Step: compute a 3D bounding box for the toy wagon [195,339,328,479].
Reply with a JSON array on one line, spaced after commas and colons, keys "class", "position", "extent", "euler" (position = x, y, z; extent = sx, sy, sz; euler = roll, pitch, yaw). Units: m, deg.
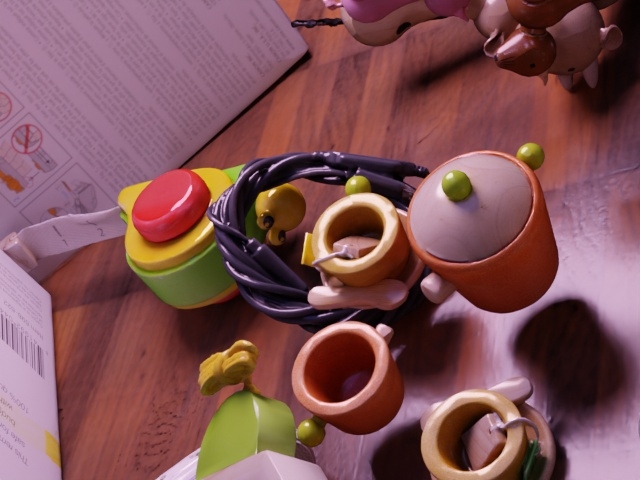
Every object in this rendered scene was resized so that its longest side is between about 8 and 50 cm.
[{"class": "toy wagon", "position": [-0.052, 0.227, 0.851], "extent": [0.267, 0.068, 0.344], "euler": [-33, 43, 51]}]

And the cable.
[{"class": "cable", "position": [0.000, 0.000, 1.122], "extent": [0.184, 0.047, 0.150], "euler": [8, 74, 7]}]

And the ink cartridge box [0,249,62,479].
[{"class": "ink cartridge box", "position": [-0.348, 0.123, 1.135], "extent": [0.160, 0.279, 0.384], "euler": [-31, 37, 10]}]

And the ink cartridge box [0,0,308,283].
[{"class": "ink cartridge box", "position": [-0.243, -0.172, 1.339], "extent": [0.385, 0.308, 0.091], "euler": [-41, 37, -2]}]

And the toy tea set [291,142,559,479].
[{"class": "toy tea set", "position": [0.053, 0.076, 0.949], "extent": [0.200, 0.124, 0.336], "euler": [-8, 56, 23]}]

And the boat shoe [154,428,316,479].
[{"class": "boat shoe", "position": [-0.103, 0.210, 1.023], "extent": [0.226, 0.083, 0.076], "euler": [-34, 23, -14]}]

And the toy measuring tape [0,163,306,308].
[{"class": "toy measuring tape", "position": [-0.158, 0.012, 1.236], "extent": [0.330, 0.121, 0.121], "euler": [-13, 43, 29]}]

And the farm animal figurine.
[{"class": "farm animal figurine", "position": [0.183, -0.219, 1.171], "extent": [0.327, 0.172, 0.330], "euler": [-35, 27, -17]}]

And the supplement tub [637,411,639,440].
[{"class": "supplement tub", "position": [0.321, -0.005, 0.750], "extent": [0.241, 0.241, 0.331], "euler": [5, 54, 43]}]
